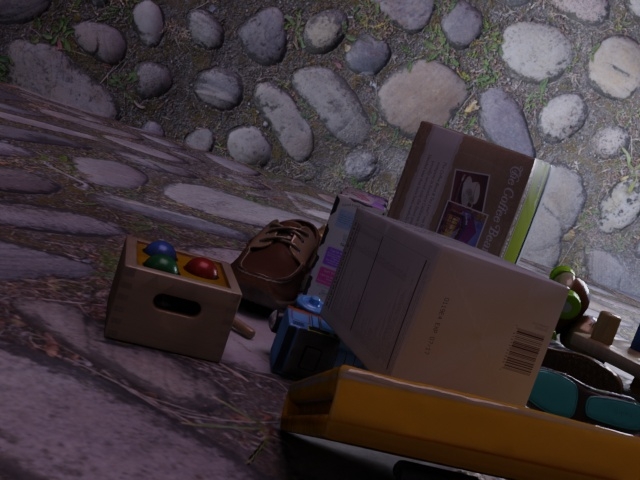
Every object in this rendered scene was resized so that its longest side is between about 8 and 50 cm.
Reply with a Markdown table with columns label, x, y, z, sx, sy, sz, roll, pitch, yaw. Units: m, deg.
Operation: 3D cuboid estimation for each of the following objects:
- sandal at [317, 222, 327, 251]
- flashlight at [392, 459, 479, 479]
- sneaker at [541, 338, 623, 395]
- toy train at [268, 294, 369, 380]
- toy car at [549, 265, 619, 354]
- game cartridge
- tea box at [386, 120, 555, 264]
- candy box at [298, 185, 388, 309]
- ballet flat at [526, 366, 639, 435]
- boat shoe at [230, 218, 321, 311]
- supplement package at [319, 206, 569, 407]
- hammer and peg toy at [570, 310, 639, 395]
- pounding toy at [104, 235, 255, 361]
| label | x | y | z | sx | sy | sz | roll | pitch | yaw |
| --- | --- | --- | --- | --- | --- | --- | --- | --- | --- |
| sandal | -0.005 | -0.001 | 1.555 | 0.088 | 0.079 | 0.240 | 11 | 12 | -37 |
| flashlight | 0.195 | 0.236 | 0.579 | 0.304 | 0.103 | 0.103 | 15 | 35 | 2 |
| sneaker | 0.391 | 0.194 | 1.253 | 0.192 | 0.064 | 0.086 | 20 | 14 | 25 |
| toy train | 0.027 | 0.128 | 0.917 | 0.184 | 0.080 | 0.105 | 19 | 18 | -10 |
| toy car | 0.496 | 0.161 | 1.473 | 0.188 | 0.149 | 0.155 | 31 | 23 | 3 |
| game cartridge | 0.140 | 0.168 | 0.629 | 0.323 | 0.053 | 0.285 | 16 | -15 | -5 |
| tea box | 0.271 | -0.028 | 1.489 | 0.220 | 0.329 | 0.323 | 23 | 10 | 19 |
| candy box | 0.032 | 0.029 | 1.109 | 0.070 | 0.196 | 0.165 | 19 | 10 | 4 |
| ballet flat | 0.343 | 0.222 | 1.066 | 0.188 | 0.070 | 0.070 | 21 | 10 | 3 |
| boat shoe | -0.067 | 0.023 | 1.189 | 0.123 | 0.117 | 0.324 | 19 | 10 | 3 |
| supplement package | 0.108 | 0.063 | 0.784 | 0.133 | 0.139 | 0.244 | 18 | 6 | -17 |
| hammer and peg toy | 0.623 | 0.229 | 1.328 | 0.361 | 0.127 | 0.266 | 12 | 10 | -35 |
| pounding toy | -0.149 | 0.055 | 0.923 | 0.181 | 0.094 | 0.206 | 16 | 10 | -17 |
